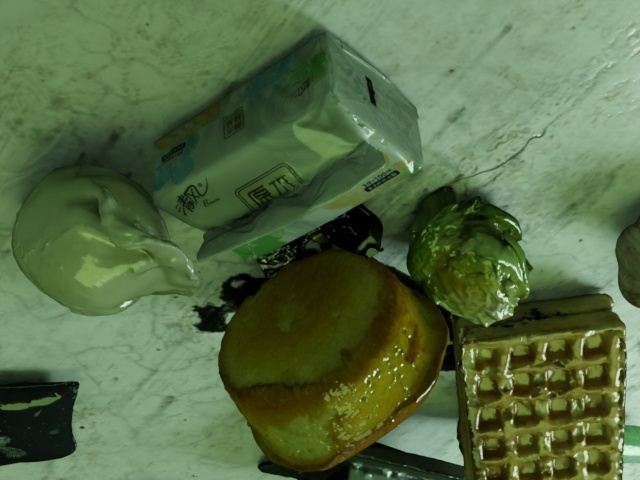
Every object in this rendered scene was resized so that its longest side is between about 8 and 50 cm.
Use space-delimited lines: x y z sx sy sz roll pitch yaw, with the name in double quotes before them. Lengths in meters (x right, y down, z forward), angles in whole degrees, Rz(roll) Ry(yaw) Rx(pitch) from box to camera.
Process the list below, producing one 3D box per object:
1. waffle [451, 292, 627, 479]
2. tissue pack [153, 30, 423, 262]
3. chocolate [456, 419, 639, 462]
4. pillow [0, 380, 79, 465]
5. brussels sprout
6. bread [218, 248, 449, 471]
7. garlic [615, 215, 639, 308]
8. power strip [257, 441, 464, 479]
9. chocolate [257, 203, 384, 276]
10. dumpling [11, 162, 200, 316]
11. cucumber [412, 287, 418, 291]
"waffle" 0.284 0.223 1.682 0.213 0.091 0.308 -6 119 2
"tissue pack" -0.030 -0.067 1.275 0.229 0.145 0.159 -28 140 27
"chocolate" 0.347 0.287 1.866 0.291 0.110 0.110 8 142 -23
"pillow" -0.393 0.246 1.725 0.141 0.055 0.208 -6 146 -15
"brussels sprout" 0.171 0.023 1.478 0.139 0.100 0.181 -10 147 22
"bread" 0.011 0.126 1.476 0.268 0.268 0.145 -22 130 20
"garlic" 0.414 0.013 1.498 0.159 0.102 0.147 -26 127 6
"power strip" 0.067 0.359 1.873 0.257 0.092 0.251 18 150 -23
"chocolate" -0.001 -0.003 1.436 0.147 0.072 0.070 -9 167 10
"dumpling" -0.216 0.010 1.323 0.193 0.147 0.258 36 160 -23
"cucumber" 0.089 0.137 1.645 0.069 0.069 0.227 3 139 -14
